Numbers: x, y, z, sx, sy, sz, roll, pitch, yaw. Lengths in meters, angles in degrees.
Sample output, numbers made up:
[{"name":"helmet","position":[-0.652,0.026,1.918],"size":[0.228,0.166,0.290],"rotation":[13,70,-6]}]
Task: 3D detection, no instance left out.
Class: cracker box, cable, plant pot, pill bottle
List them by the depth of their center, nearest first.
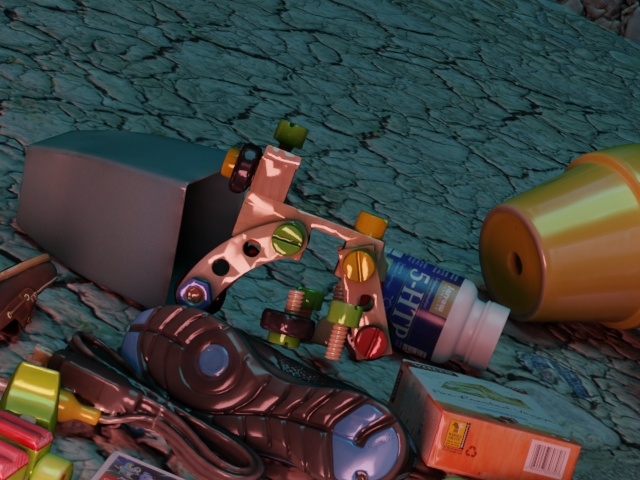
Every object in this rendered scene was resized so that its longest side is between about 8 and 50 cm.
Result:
[{"name":"cable","position":[-0.184,0.177,1.687],"size":[0.287,0.072,0.139],"rotation":[29,19,6]},{"name":"cracker box","position":[0.173,0.201,1.832],"size":[0.155,0.067,0.232],"rotation":[15,6,-11]},{"name":"plant pot","position":[-0.236,-0.041,2.020],"size":[0.234,0.166,0.165],"rotation":[19,21,19]},{"name":"pill bottle","position":[0.133,0.087,2.076],"size":[0.186,0.112,0.112],"rotation":[22,22,7]},{"name":"plant pot","position":[0.357,0.009,2.307],"size":[0.239,0.254,0.254],"rotation":[-12,35,-26]}]

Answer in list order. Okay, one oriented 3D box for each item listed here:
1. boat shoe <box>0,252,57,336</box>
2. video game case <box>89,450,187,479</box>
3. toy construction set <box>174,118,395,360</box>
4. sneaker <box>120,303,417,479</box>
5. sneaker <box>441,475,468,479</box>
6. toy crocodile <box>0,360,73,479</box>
[{"name":"boat shoe","position":[-0.343,0.071,1.790],"size":[0.073,0.073,0.207],"rotation":[60,31,-1]},{"name":"video game case","position":[-0.133,0.275,1.538],"size":[0.201,0.023,0.183],"rotation":[21,22,7]},{"name":"toy construction set","position":[0.000,0.000,1.896],"size":[0.257,0.237,0.309],"rotation":[14,-1,25]},{"name":"sneaker","position":[-0.056,0.175,1.756],"size":[0.340,0.125,0.139],"rotation":[26,-4,21]},{"name":"sneaker","position":[0.241,0.299,1.677],"size":[0.295,0.109,0.123],"rotation":[21,26,3]},{"name":"toy crocodile","position":[-0.297,0.212,1.438],"size":[0.115,0.105,0.340],"rotation":[22,23,7]}]
